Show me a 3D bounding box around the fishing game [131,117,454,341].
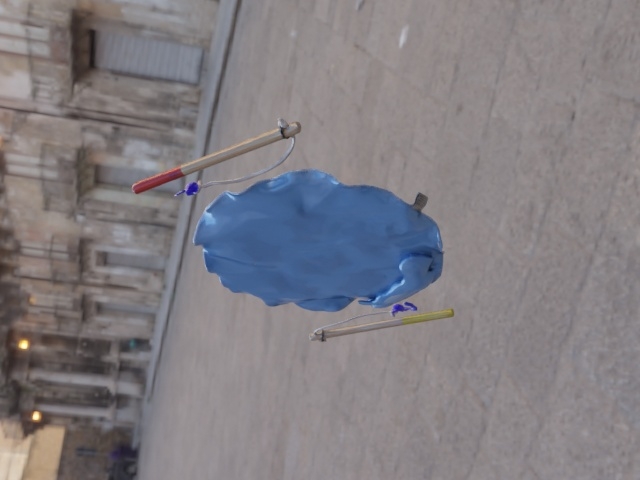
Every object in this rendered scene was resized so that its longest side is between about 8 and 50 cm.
[{"bbox_3d":[0.000,0.000,0.626,0.189,0.264,0.041,-17,51,29],"label":"fishing game"}]
